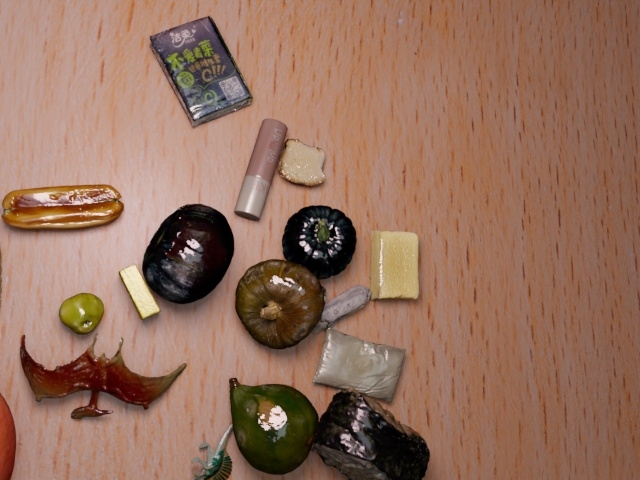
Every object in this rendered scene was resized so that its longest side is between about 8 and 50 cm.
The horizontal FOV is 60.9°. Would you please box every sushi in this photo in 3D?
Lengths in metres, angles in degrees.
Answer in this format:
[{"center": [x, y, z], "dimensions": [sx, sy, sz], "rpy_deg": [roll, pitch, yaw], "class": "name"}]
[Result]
[{"center": [0.125, 0.484, 1.278], "dimensions": [0.350, 0.211, 0.171], "rpy_deg": [48, 53, -35], "class": "sushi"}]

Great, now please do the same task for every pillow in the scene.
[{"center": [0.101, 0.321, 1.404], "dimensions": [0.229, 0.050, 0.148], "rpy_deg": [18, 71, -13], "class": "pillow"}]

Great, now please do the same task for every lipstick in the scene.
[{"center": [-0.150, -0.180, 1.378], "dimensions": [0.070, 0.070, 0.254], "rpy_deg": [19, 76, -16], "class": "lipstick"}]

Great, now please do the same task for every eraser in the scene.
[{"center": [-0.410, 0.117, 1.232], "dimensions": [0.045, 0.097, 0.122], "rpy_deg": [-27, 90, -20], "class": "eraser"}]

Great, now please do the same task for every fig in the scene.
[{"center": [-0.124, 0.413, 1.264], "dimensions": [0.245, 0.195, 0.195], "rpy_deg": [32, 70, 25], "class": "fig"}]

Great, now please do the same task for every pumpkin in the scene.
[{"center": [-0.099, 0.145, 1.276], "dimensions": [0.219, 0.162, 0.219], "rpy_deg": [3, 105, 12], "class": "pumpkin"}, {"center": [-0.293, 0.027, 1.216], "dimensions": [0.163, 0.233, 0.233], "rpy_deg": [34, 73, -25], "class": "pumpkin"}, {"center": [-0.002, 0.004, 1.369], "dimensions": [0.194, 0.150, 0.194], "rpy_deg": [-3, 103, -12], "class": "pumpkin"}]

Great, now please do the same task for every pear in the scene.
[{"center": [-0.517, 0.158, 1.188], "dimensions": [0.092, 0.092, 0.097], "rpy_deg": [-26, 62, -20], "class": "pear"}]

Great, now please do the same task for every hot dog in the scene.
[{"center": [-0.571, -0.071, 1.219], "dimensions": [0.249, 0.068, 0.100], "rpy_deg": [-5, 74, -22], "class": "hot dog"}]

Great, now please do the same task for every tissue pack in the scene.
[{"center": [-0.297, -0.422, 1.361], "dimensions": [0.173, 0.073, 0.235], "rpy_deg": [-29, 92, -21], "class": "tissue pack"}]

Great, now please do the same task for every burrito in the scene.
[{"center": [0.046, 0.174, 1.400], "dimensions": [0.203, 0.064, 0.064], "rpy_deg": [-28, 92, -21], "class": "burrito"}]

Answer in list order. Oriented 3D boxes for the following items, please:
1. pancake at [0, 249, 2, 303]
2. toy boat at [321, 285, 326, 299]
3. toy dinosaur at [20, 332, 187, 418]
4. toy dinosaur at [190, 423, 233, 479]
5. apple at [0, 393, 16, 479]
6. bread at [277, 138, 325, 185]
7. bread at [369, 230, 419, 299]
[{"center": [-0.832, 0.017, 1.118], "dimensions": [0.304, 0.067, 0.427], "rpy_deg": [-10, 87, -18], "class": "pancake"}, {"center": [-0.048, 0.123, 1.380], "dimensions": [0.140, 0.059, 0.066], "rpy_deg": [29, 103, -11], "class": "toy boat"}, {"center": [-0.472, 0.284, 1.198], "dimensions": [0.327, 0.113, 0.207], "rpy_deg": [-12, 112, -10], "class": "toy dinosaur"}, {"center": [-0.242, 0.517, 1.265], "dimensions": [0.187, 0.044, 0.106], "rpy_deg": [-37, 109, -33], "class": "toy dinosaur"}, {"center": [-0.738, 0.395, 0.956], "dimensions": [0.364, 0.364, 0.364], "rpy_deg": [3, 81, -19], "class": "apple"}, {"center": [-0.048, -0.199, 1.433], "dimensions": [0.129, 0.044, 0.126], "rpy_deg": [13, 71, -14], "class": "bread"}, {"center": [0.200, 0.067, 1.464], "dimensions": [0.125, 0.068, 0.188], "rpy_deg": [3, 80, -18], "class": "bread"}]
